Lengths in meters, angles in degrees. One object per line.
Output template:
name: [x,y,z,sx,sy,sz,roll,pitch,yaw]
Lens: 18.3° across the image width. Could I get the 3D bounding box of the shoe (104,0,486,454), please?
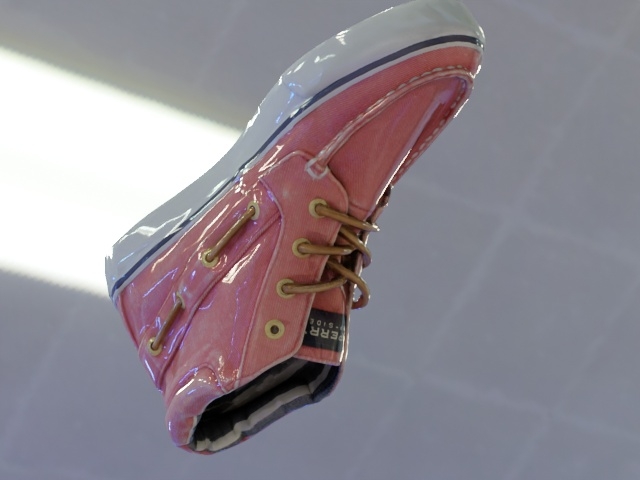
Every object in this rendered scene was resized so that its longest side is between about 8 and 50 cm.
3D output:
shoe: [0.000,0.000,0.668,0.063,0.081,0.178,9,-40,-48]
